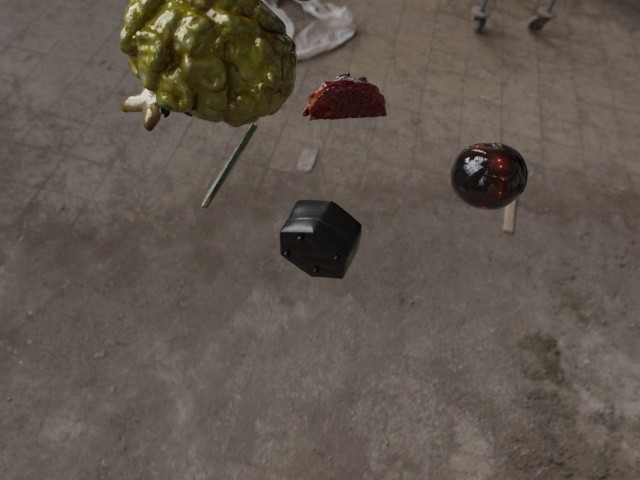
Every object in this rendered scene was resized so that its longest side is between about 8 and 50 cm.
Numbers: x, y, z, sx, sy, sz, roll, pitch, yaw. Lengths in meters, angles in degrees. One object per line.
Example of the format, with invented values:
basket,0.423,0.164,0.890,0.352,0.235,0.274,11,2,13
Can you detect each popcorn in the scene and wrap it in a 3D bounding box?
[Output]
popcorn,-0.135,-0.228,0.706,0.218,0.169,0.189,15,15,-30

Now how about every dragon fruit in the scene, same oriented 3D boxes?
dragon fruit,0.070,-0.467,1.804,0.274,0.126,0.161,-5,36,-6

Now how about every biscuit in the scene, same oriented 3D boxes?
biscuit,-0.541,-0.444,1.831,0.164,0.047,0.208,-49,50,-7

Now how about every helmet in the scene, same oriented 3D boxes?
helmet,0.483,-0.183,1.653,0.216,0.189,0.193,15,26,16

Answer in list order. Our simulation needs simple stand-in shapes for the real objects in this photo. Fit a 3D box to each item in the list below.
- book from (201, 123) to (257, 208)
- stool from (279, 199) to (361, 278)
book,-0.275,-0.233,1.753,0.026,0.289,0.201,32,5,-13
stool,0.000,0.000,1.625,0.232,0.232,0.141,21,57,9
